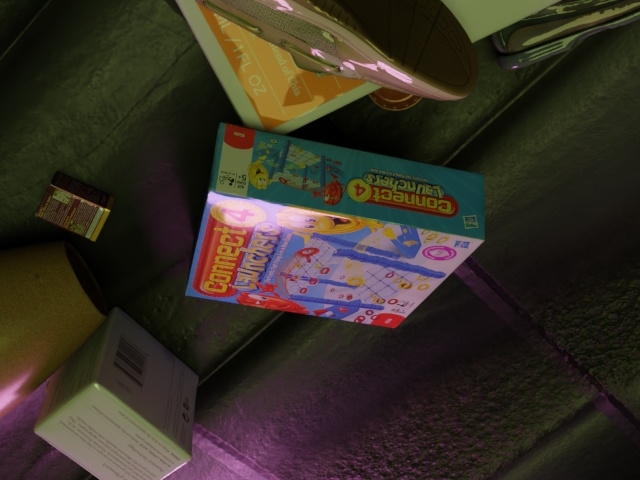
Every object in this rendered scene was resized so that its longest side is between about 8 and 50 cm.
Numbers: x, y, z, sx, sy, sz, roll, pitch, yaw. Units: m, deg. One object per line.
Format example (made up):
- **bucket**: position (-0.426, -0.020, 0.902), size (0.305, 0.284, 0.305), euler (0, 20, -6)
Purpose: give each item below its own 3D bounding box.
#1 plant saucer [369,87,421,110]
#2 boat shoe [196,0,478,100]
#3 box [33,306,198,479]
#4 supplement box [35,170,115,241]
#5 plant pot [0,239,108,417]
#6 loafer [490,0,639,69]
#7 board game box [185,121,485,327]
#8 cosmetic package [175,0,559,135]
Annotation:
- **plant saucer**: position (0.098, -0.207, 0.965), size (0.083, 0.013, 0.084), euler (-3, 118, -5)
- **boat shoe**: position (0.011, -0.213, 0.732), size (0.302, 0.109, 0.098), euler (22, 154, -16)
- **box**: position (-0.277, 0.226, 1.064), size (0.119, 0.181, 0.182), euler (-36, 116, 14)
- **supplement box**: position (-0.321, -0.044, 0.994), size (0.083, 0.043, 0.055), euler (26, 113, -19)
- **plant pot**: position (-0.417, 0.111, 0.984), size (0.254, 0.237, 0.237), euler (-27, 118, -6)
- **loafer**: position (0.329, -0.294, 0.900), size (0.267, 0.096, 0.084), euler (-24, 112, 9)
- **board game box**: position (0.000, 0.000, 0.933), size (0.301, 0.086, 0.308), euler (9, 153, -10)
- **cosmetic package**: position (0.076, -0.314, 0.824), size (0.453, 0.161, 0.230), euler (-26, 117, 7)
